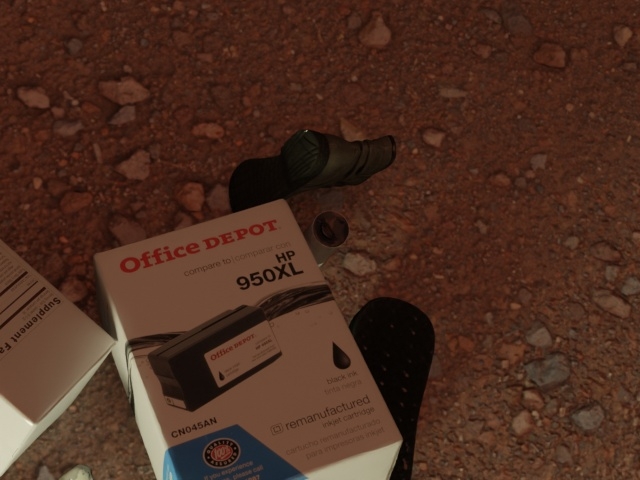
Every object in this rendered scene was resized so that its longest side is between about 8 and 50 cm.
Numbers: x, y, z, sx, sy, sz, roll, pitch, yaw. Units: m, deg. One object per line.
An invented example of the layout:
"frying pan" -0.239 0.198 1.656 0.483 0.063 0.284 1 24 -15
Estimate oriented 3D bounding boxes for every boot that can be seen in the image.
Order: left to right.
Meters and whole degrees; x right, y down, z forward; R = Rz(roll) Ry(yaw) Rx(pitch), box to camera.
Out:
"boot" -0.012 -0.089 1.700 0.161 0.246 0.083 1 73 -39

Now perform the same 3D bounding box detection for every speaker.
"speaker" 0.000 0.000 1.704 0.055 0.136 0.055 3 75 -12

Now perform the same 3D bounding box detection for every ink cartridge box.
"ink cartridge box" -0.107 0.171 1.555 0.285 0.166 0.395 -17 60 -17

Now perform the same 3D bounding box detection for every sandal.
"sandal" 0.055 0.292 1.673 0.167 0.107 0.446 27 59 -4

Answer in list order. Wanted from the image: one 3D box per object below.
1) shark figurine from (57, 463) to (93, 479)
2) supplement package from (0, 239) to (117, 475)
"shark figurine" -0.400 0.382 1.552 0.278 0.166 0.116 -38 61 -2
"supplement package" -0.448 0.125 1.522 0.293 0.177 0.175 42 46 -1
